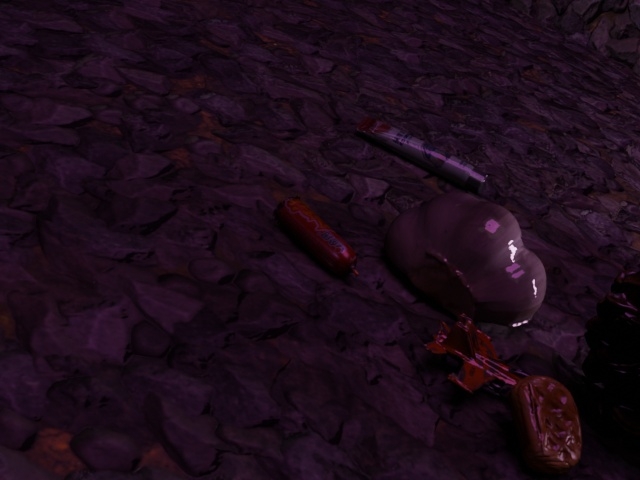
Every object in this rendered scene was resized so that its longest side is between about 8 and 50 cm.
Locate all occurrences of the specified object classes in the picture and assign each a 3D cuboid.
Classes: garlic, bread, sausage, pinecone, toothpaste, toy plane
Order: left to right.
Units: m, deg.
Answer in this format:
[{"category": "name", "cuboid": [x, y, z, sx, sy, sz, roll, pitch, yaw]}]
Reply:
[{"category": "sausage", "cuboid": [0.000, 0.000, 1.181, 0.145, 0.048, 0.050, 44, -3, 29]}, {"category": "toothpaste", "cuboid": [0.173, -0.150, 1.556, 0.239, 0.039, 0.062, 28, 37, 12]}, {"category": "garlic", "cuboid": [0.204, 0.007, 1.224, 0.229, 0.143, 0.178, 24, 30, 18]}, {"category": "toy plane", "cuboid": [0.207, 0.160, 1.066, 0.188, 0.062, 0.135, 40, 30, 0]}, {"category": "bread", "cuboid": [0.249, 0.203, 0.998, 0.083, 0.044, 0.110, 7, 61, -31]}, {"category": "pinecone", "cuboid": [0.424, 0.135, 1.078, 0.257, 0.243, 0.243, 49, 21, -24]}]
